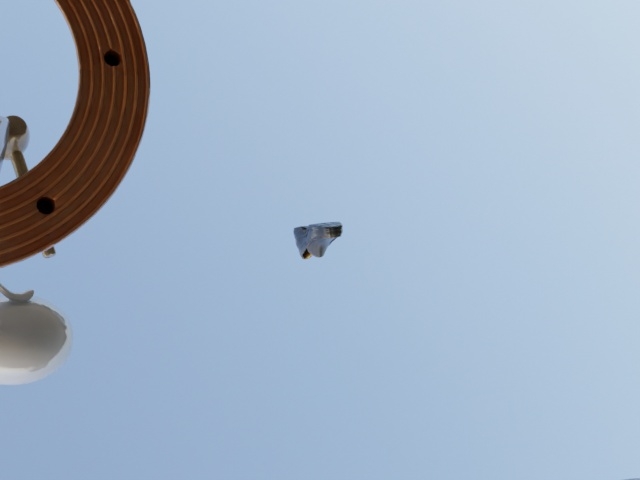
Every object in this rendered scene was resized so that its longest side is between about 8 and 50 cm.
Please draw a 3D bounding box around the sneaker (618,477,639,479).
[{"bbox_3d":[0.367,0.317,0.748,0.114,0.305,0.152,-10,-90,-15],"label":"sneaker"}]

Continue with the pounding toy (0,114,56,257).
[{"bbox_3d":[-0.315,-0.032,0.750,0.154,0.154,0.270,19,-126,-13],"label":"pounding toy"}]

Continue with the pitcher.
[{"bbox_3d":[-0.436,0.110,1.106,0.207,0.178,0.125,8,-156,-48],"label":"pitcher"}]

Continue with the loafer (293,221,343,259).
[{"bbox_3d":[0.000,0.000,1.486,0.062,0.170,0.061,-5,-92,-18],"label":"loafer"}]

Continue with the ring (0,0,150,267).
[{"bbox_3d":[-0.298,-0.136,0.629,0.336,0.032,0.337,6,-103,-25],"label":"ring"}]
